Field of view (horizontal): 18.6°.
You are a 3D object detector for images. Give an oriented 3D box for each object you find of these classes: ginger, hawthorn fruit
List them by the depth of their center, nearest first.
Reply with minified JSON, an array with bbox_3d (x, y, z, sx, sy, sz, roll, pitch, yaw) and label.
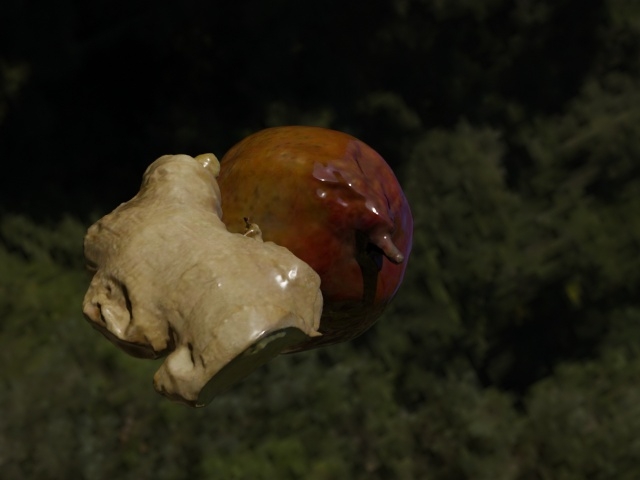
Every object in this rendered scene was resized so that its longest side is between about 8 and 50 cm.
[{"bbox_3d":[-0.088,0.017,1.230,0.213,0.137,0.074,51,-27,40],"label":"ginger"},{"bbox_3d":[0.000,0.000,1.735,0.248,0.208,0.208,-4,-64,54],"label":"hawthorn fruit"}]
